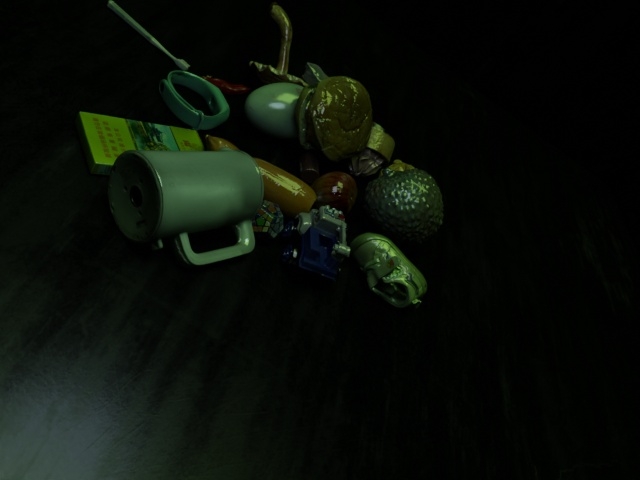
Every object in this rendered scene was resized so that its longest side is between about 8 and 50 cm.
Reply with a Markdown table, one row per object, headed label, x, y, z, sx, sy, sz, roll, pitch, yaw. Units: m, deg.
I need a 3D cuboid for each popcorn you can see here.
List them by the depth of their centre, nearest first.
| label | x | y | z | sx | sy | sz | roll | pitch | yaw |
| --- | --- | --- | --- | --- | --- | --- | --- | --- | --- |
| popcorn | 0.297 | -0.211 | 2.136 | 0.163 | 0.140 | 0.194 | 34 | 33 | -17 |

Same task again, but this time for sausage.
| label | x | y | z | sx | sy | sz | roll | pitch | yaw |
| --- | --- | --- | --- | --- | --- | --- | --- | --- | --- |
| sausage | -0.179 | -0.178 | 1.667 | 0.354 | 0.116 | 0.134 | 30 | 5 | -11 |

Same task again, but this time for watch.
| label | x | y | z | sx | sy | sz | roll | pitch | yaw |
| --- | --- | --- | --- | --- | --- | --- | --- | --- | --- |
| watch | -0.379 | -0.426 | 1.808 | 0.195 | 0.068 | 0.237 | 0 | 50 | -42 |

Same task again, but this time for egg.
| label | x | y | z | sx | sy | sz | roll | pitch | yaw |
| --- | --- | --- | --- | --- | --- | --- | --- | --- | --- |
| egg | -0.124 | -0.424 | 1.941 | 0.264 | 0.183 | 0.183 | -1 | 51 | -31 |

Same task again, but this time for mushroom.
| label | x | y | z | sx | sy | sz | roll | pitch | yaw |
| --- | --- | --- | --- | --- | --- | --- | --- | --- | --- |
| mushroom | -0.143 | -0.654 | 2.102 | 0.233 | 0.301 | 0.208 | 22 | 44 | 31 |

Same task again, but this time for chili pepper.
| label | x | y | z | sx | sy | sz | roll | pitch | yaw |
| --- | --- | --- | --- | --- | --- | --- | --- | --- | --- |
| chili pepper | -0.340 | -0.513 | 1.964 | 0.268 | 0.059 | 0.050 | 2 | 87 | -45 |

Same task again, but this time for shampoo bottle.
| label | x | y | z | sx | sy | sz | roll | pitch | yaw |
| --- | --- | --- | --- | --- | --- | --- | --- | --- | --- |
| shampoo bottle | -0.038 | -0.283 | 1.968 | 0.067 | 0.068 | 0.236 | 23 | 40 | -23 |

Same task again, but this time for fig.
| label | x | y | z | sx | sy | sz | roll | pitch | yaw |
| --- | --- | --- | --- | --- | --- | --- | --- | --- | --- |
| fig | 0.019 | -0.124 | 1.793 | 0.148 | 0.202 | 0.149 | 62 | 3 | -40 |

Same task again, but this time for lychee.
| label | x | y | z | sx | sy | sz | roll | pitch | yaw |
| --- | --- | --- | --- | --- | --- | --- | --- | --- | --- |
| lychee | 0.266 | -0.110 | 1.911 | 0.255 | 0.255 | 0.274 | -43 | 117 | -55 |

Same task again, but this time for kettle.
| label | x | y | z | sx | sy | sz | roll | pitch | yaw |
| --- | --- | --- | --- | --- | --- | --- | --- | --- | --- |
| kettle | -0.294 | -0.093 | 1.399 | 0.318 | 0.205 | 0.265 | -13 | 57 | -52 |

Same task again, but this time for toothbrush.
| label | x | y | z | sx | sy | sz | roll | pitch | yaw |
| --- | --- | --- | --- | --- | --- | --- | --- | --- | --- |
| toothbrush | -0.565 | -0.672 | 1.947 | 0.342 | 0.025 | 0.030 | 39 | 30 | -1 |

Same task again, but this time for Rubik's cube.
| label | x | y | z | sx | sy | sz | roll | pitch | yaw |
| --- | --- | --- | --- | --- | --- | --- | --- | --- | --- |
| Rubik's cube | -0.151 | -0.054 | 1.578 | 0.093 | 0.111 | 0.111 | 26 | 26 | 31 |

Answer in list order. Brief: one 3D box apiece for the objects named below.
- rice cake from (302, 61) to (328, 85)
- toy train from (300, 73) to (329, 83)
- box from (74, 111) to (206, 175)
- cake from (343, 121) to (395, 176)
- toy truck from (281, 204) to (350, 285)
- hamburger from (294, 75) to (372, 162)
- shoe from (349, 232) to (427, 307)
| label | x | y | z | sx | sy | sz | roll | pitch | yaw |
| --- | --- | --- | --- | --- | --- | --- | --- | --- | --- |
| rice cake | 0.064 | -0.494 | 2.234 | 0.399 | 0.064 | 0.070 | 55 | 40 | -2 |
| toy train | -0.028 | -0.614 | 2.339 | 0.099 | 0.072 | 0.188 | 42 | 35 | 0 |
| box | -0.448 | -0.234 | 1.548 | 0.335 | 0.047 | 0.187 | 2 | 48 | -42 |
| cake | 0.145 | -0.312 | 2.100 | 0.208 | 0.178 | 0.185 | 31 | -8 | 15 |
| toy truck | 0.000 | 0.000 | 1.587 | 0.161 | 0.177 | 0.213 | 22 | 39 | -22 |
| hamburger | 0.055 | -0.386 | 1.903 | 0.134 | 0.265 | 0.285 | 14 | 33 | 36 |
| shoe | 0.196 | 0.085 | 1.703 | 0.262 | 0.140 | 0.128 | 41 | 29 | -4 |
